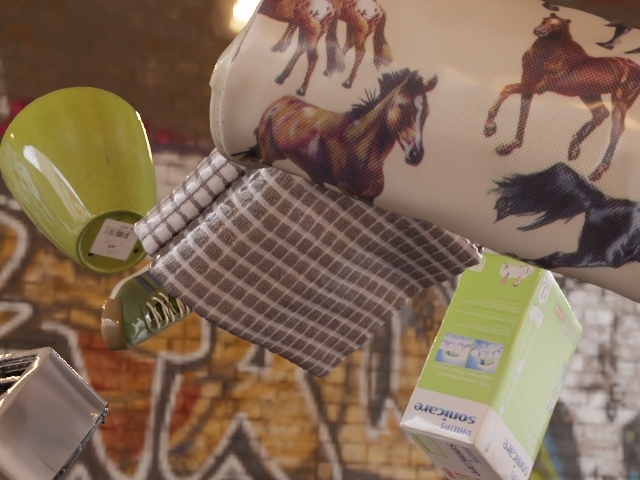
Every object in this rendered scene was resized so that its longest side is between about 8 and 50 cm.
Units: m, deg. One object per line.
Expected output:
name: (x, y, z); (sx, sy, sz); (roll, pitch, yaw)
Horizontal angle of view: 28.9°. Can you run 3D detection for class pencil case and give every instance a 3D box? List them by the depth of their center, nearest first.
pencil case: (0.151, -0.062, 0.736); (0.410, 0.160, 0.183); (19, 31, 16)

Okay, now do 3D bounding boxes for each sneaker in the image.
sneaker: (-0.166, 0.058, 1.359); (0.086, 0.064, 0.192); (-11, 17, 18)

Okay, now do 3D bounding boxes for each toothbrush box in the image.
toothbrush box: (0.249, 0.190, 1.754); (0.122, 0.283, 0.206); (9, -26, 33)

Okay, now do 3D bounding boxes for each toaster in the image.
toaster: (-0.338, 0.216, 1.360); (0.186, 0.168, 0.110); (-12, -56, 46)

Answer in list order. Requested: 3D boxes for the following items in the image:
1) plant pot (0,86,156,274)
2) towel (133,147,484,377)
plant pot: (-0.399, -0.080, 2.177); (0.275, 0.275, 0.293); (9, 30, -32)
towel: (0.000, 0.000, 1.188); (0.235, 0.121, 0.284); (-44, -44, 11)
